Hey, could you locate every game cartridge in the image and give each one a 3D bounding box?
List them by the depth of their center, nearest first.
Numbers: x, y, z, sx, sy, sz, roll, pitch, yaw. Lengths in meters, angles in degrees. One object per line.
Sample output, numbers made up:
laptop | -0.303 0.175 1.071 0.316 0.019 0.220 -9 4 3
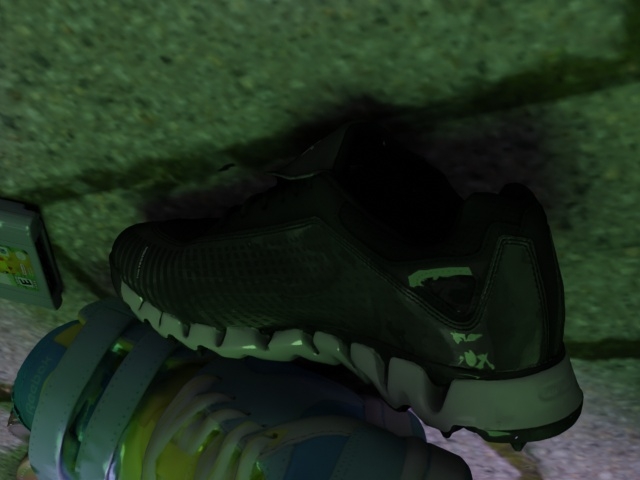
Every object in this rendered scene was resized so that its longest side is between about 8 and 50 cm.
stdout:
game cartridge | -0.169 0.006 0.570 0.056 0.017 0.083 15 145 9

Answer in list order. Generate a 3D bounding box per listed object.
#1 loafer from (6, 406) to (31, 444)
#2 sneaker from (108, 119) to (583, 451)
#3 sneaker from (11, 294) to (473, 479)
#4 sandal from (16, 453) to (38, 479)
loafer | -0.158 0.151 0.743 0.125 0.039 0.045 23 146 -9
sneaker | 0.000 0.000 0.442 0.234 0.078 0.106 13 112 40
sneaker | -0.055 0.106 0.479 0.208 0.127 0.319 22 176 0
sandal | -0.222 0.234 0.851 0.088 0.079 0.240 29 144 -17
